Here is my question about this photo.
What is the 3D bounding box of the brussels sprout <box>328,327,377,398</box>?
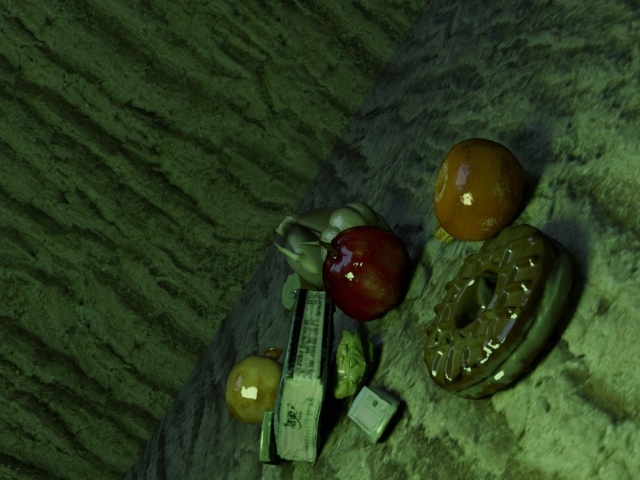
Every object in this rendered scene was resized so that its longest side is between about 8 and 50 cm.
[{"bbox_3d":[0.070,0.290,1.969,0.139,0.101,0.181,-54,25,35],"label":"brussels sprout"}]

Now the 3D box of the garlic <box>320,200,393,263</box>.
[{"bbox_3d":[0.101,0.013,2.269,0.152,0.228,0.227,7,62,45],"label":"garlic"}]

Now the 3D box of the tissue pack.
[{"bbox_3d":[-0.034,0.314,2.044,0.361,0.122,0.259,-83,-3,-61],"label":"tissue pack"}]

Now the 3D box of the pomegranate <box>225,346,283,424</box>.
[{"bbox_3d":[-0.171,0.411,2.350,0.207,0.207,0.207,-53,13,19],"label":"pomegranate"}]

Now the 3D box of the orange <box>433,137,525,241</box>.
[{"bbox_3d":[0.326,-0.102,1.764,0.224,0.170,0.223,-168,90,-85],"label":"orange"}]

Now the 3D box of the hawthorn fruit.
[{"bbox_3d":[0.095,0.059,2.057,0.210,0.266,0.230,10,67,52],"label":"hawthorn fruit"}]

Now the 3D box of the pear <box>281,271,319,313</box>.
[{"bbox_3d":[-0.053,0.166,2.698,0.141,0.104,0.141,-26,59,56],"label":"pear"}]

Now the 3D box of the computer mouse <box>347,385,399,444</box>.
[{"bbox_3d":[0.111,0.356,1.758,0.102,0.045,0.199,-58,12,-6],"label":"computer mouse"}]

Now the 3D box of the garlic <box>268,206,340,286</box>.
[{"bbox_3d":[0.000,0.000,2.615,0.231,0.246,0.340,-43,4,8],"label":"garlic"}]

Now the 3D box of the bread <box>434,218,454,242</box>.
[{"bbox_3d":[0.298,-0.038,1.998,0.083,0.044,0.110,-57,11,20],"label":"bread"}]

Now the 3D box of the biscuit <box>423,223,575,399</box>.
[{"bbox_3d":[0.301,0.121,1.475,0.332,0.103,0.332,-52,14,18],"label":"biscuit"}]

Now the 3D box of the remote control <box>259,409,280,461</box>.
[{"bbox_3d":[-0.122,0.477,2.059,0.285,0.038,0.123,84,-170,-75],"label":"remote control"}]
